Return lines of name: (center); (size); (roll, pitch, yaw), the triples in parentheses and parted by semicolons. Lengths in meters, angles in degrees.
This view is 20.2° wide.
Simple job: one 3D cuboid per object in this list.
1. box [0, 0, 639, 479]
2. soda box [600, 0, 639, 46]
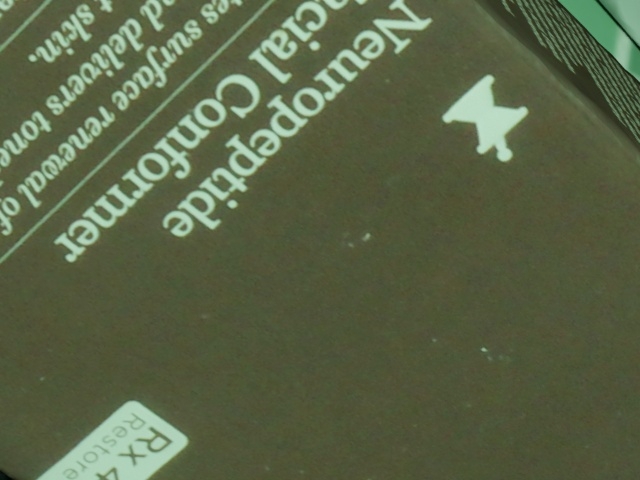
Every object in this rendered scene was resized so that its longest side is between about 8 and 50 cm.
box: (0.000, 0.000, 0.537); (0.381, 0.191, 0.143); (38, 19, -29)
soda box: (0.131, -0.157, 0.750); (0.216, 0.074, 0.069); (44, 60, -26)
